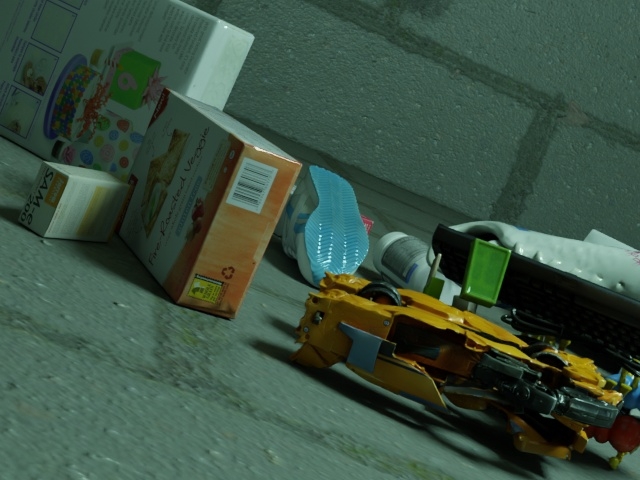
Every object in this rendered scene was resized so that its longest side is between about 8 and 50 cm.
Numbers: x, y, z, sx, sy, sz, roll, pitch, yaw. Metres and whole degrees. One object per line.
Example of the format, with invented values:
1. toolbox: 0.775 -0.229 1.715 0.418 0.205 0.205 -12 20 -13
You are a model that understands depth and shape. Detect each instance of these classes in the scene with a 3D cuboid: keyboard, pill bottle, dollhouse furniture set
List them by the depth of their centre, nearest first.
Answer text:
1. dollhouse furniture set: 0.139 0.050 1.151 0.076 0.059 0.152 19 -20 -3
2. keyboard: 0.260 0.081 1.161 0.317 0.033 0.201 24 -14 30
3. pill bottle: 0.126 0.039 1.541 0.078 0.078 0.137 20 10 -27

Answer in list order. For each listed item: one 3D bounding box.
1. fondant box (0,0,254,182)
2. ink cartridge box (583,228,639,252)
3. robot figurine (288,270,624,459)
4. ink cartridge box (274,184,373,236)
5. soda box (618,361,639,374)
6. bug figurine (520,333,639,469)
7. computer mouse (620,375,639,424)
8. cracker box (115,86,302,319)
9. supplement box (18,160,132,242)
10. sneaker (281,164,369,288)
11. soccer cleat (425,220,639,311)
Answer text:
1. fondant box: -0.276 -0.208 1.407 0.330 0.238 0.096 28 8 23
2. ink cartridge box: 0.502 0.124 1.730 0.273 0.114 0.197 30 -15 38
3. robot figurine: 0.124 0.109 1.031 0.291 0.085 0.211 21 9 4
4. ink cartridge box: -0.018 -0.035 1.649 0.150 0.063 0.109 17 11 -43
5. soda box: 0.504 0.216 1.538 0.074 0.069 0.216 16 11 -45
6. bug figurine: 0.277 0.160 1.238 0.216 0.072 0.279 21 11 27
7. computer mouse: 0.509 0.201 1.391 0.272 0.188 0.072 34 -34 6
8. cracker box: -0.118 -0.043 1.103 0.067 0.156 0.232 19 9 -30
9. supplement box: -0.226 -0.035 1.071 0.036 0.062 0.098 29 9 24
10. sneaker: 0.000 0.000 1.434 0.087 0.092 0.229 24 28 -14
11. soccer cleat: 0.259 0.050 1.294 0.143 0.116 0.331 12 2 -44
